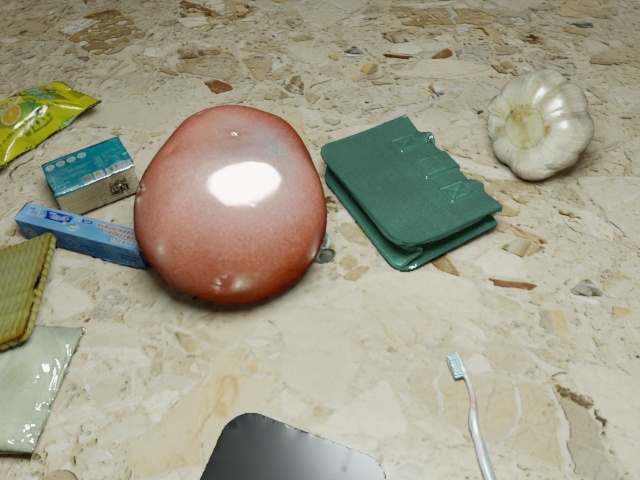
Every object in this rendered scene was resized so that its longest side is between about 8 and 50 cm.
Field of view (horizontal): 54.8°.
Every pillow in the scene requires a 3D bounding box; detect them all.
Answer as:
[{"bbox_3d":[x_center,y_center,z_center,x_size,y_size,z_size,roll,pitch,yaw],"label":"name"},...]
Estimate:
[{"bbox_3d":[-0.483,0.228,0.980,0.148,0.050,0.229,5,49,1],"label":"pillow"}]

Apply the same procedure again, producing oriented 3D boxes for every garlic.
[{"bbox_3d":[0.461,-0.235,1.256,0.212,0.218,0.218,-8,42,-43],"label":"garlic"}]

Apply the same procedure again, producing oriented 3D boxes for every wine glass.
[{"bbox_3d":[0.000,0.000,1.151,0.042,0.039,0.083,11,41,-27],"label":"wine glass"}]

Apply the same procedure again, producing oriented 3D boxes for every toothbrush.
[{"bbox_3d":[0.233,0.281,0.909,0.027,0.021,0.269,-16,49,6],"label":"toothbrush"}]

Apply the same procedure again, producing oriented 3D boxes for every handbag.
[{"bbox_3d":[0.164,-0.103,1.202,0.239,0.089,0.326,-23,51,-16],"label":"handbag"}]

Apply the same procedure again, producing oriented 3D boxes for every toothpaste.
[{"bbox_3d":[-0.443,-0.010,1.168,0.272,0.066,0.053,13,52,14],"label":"toothpaste"}]

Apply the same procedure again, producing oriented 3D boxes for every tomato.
[{"bbox_3d":[-0.155,-0.071,1.056,0.342,0.272,0.341,7,53,-10],"label":"tomato"}]

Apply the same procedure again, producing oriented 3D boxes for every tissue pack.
[{"bbox_3d":[-0.465,-0.127,1.259,0.169,0.082,0.120,-26,52,-18],"label":"tissue pack"}]

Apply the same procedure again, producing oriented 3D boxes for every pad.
[{"bbox_3d":[-0.108,0.425,0.807,0.315,0.063,0.375,17,63,16],"label":"pad"}]

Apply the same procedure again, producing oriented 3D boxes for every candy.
[{"bbox_3d":[-0.665,-0.268,1.393,0.187,0.081,0.297,30,57,28],"label":"candy"}]

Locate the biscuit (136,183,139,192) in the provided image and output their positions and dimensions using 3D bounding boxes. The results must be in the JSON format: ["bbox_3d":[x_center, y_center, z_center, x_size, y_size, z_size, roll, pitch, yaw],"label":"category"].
[{"bbox_3d":[-0.265,-0.100,1.256,0.186,0.036,0.192,27,56,21],"label":"biscuit"}]

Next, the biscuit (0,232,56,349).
[{"bbox_3d":[-0.553,0.099,1.073,0.172,0.029,0.254,-18,43,8],"label":"biscuit"}]
